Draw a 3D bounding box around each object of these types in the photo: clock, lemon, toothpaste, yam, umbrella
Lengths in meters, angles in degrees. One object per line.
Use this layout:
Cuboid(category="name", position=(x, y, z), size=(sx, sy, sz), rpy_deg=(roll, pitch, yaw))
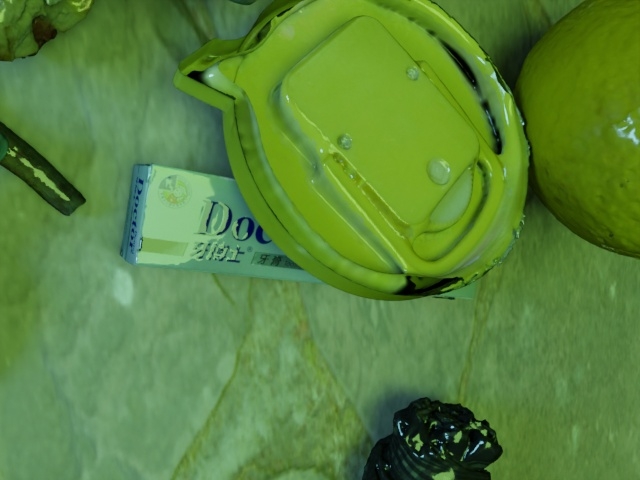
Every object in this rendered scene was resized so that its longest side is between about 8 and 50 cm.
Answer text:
Cuboid(category="clock", position=(0.048, -0.089, 0.518), size=(0.277, 0.071, 0.293), rpy_deg=(-40, 95, -29))
Cuboid(category="lemon", position=(0.310, -0.107, 0.566), size=(0.245, 0.320, 0.245), rpy_deg=(-1, 125, -1))
Cuboid(category="toothpaste", position=(0.000, 0.000, 0.550), size=(0.336, 0.067, 0.081), rpy_deg=(8, 92, -29))
Cuboid(category="yam", position=(-0.261, -0.099, 0.418), size=(0.029, 0.027, 0.234), rpy_deg=(-36, 116, 16))
Cuboid(category="umbrella", position=(0.082, 0.329, 0.620), size=(0.154, 0.128, 0.337), rpy_deg=(23, 91, -31))

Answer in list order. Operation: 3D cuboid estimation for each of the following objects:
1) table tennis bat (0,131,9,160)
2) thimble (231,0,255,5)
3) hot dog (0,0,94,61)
Cuboid(category="table tennis bat", position=(-0.290, 0.023, 0.406), size=(0.153, 0.040, 0.244), rpy_deg=(33, 93, -29))
Cuboid(category="thimble", position=(-0.064, -0.263, 0.368), size=(0.150, 0.237, 0.237), rpy_deg=(22, 88, -15))
Cuboid(category="hot dog", position=(-0.233, -0.216, 0.374), size=(0.146, 0.103, 0.213), rpy_deg=(-43, 129, -38))
